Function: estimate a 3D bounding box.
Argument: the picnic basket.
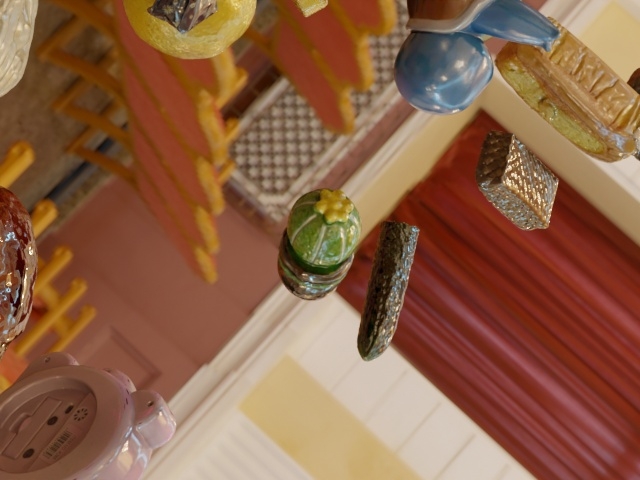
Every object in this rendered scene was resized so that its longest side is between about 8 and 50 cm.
[{"bbox_3d":[0.319,-0.095,1.825,0.054,0.193,0.110,2,-113,41],"label":"picnic basket"}]

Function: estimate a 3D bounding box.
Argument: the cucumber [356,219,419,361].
[{"bbox_3d":[0.083,0.063,1.477,0.058,0.052,0.215,-32,-147,47],"label":"cucumber"}]

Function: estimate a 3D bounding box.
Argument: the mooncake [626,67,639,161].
[{"bbox_3d":[0.676,-0.238,2.188,0.124,0.228,0.228,-39,170,-46],"label":"mooncake"}]

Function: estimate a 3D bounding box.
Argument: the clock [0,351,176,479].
[{"bbox_3d":[-0.399,0.318,1.756,0.296,0.322,0.113,-54,135,-32],"label":"clock"}]

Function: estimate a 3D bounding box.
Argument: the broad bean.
[{"bbox_3d":[-0.359,0.048,1.143,0.156,0.122,0.229,80,15,-54],"label":"broad bean"}]

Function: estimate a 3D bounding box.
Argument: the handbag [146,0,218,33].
[{"bbox_3d":[-0.183,-0.387,1.681,0.115,0.072,0.139,-50,174,-49],"label":"handbag"}]

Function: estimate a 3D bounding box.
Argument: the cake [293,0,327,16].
[{"bbox_3d":[-0.024,-0.342,1.526,0.044,0.084,0.084,-35,175,3],"label":"cake"}]

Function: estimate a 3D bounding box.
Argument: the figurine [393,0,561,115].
[{"bbox_3d":[0.232,-0.390,1.654,0.242,0.298,0.417,-7,107,-35],"label":"figurine"}]

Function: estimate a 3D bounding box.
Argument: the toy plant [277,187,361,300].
[{"bbox_3d":[0.000,0.000,1.338,0.093,0.092,0.162,-44,166,-34],"label":"toy plant"}]

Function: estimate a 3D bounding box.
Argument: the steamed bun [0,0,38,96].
[{"bbox_3d":[-0.411,-0.295,1.074,0.324,0.219,0.310,-38,140,-71],"label":"steamed bun"}]

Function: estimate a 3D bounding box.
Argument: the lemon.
[{"bbox_3d":[-0.254,-0.489,2.217,0.293,0.293,0.293,-47,175,-6],"label":"lemon"}]

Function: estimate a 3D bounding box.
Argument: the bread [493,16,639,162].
[{"bbox_3d":[0.440,-0.262,1.975,0.119,0.288,0.152,-51,-174,-17],"label":"bread"}]
